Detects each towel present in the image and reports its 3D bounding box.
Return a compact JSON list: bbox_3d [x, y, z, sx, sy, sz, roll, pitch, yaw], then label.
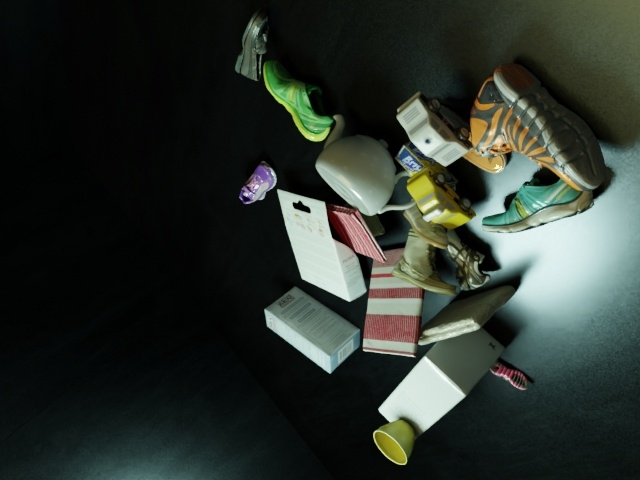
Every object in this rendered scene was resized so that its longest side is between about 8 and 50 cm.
[{"bbox_3d":[0.400,0.216,1.455,0.049,0.187,0.282,56,148,2],"label":"towel"},{"bbox_3d":[0.234,0.184,1.588,0.237,0.037,0.330,-10,67,55],"label":"towel"},{"bbox_3d":[0.105,-0.026,1.659,0.199,0.031,0.275,56,169,-17],"label":"towel"},{"bbox_3d":[0.141,-0.071,1.678,0.148,0.027,0.110,57,148,-2],"label":"towel"}]

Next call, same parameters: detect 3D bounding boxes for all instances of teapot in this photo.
[{"bbox_3d":[0.127,-0.204,1.454,0.256,0.187,0.252,45,176,-34],"label":"teapot"}]

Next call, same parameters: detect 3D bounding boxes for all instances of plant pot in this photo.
[{"bbox_3d":[0.254,0.643,1.679,0.134,0.095,0.134,31,140,30],"label":"plant pot"}]

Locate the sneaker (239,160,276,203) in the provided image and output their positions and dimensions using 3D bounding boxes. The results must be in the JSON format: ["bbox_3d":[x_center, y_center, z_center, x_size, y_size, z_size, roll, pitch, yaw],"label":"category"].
[{"bbox_3d":[-0.249,-0.211,1.977,0.095,0.104,0.236,53,146,7],"label":"sneaker"}]

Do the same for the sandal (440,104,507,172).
[{"bbox_3d":[0.326,-0.242,1.252,0.265,0.076,0.102,38,143,25],"label":"sandal"}]

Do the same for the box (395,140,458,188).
[{"bbox_3d":[0.282,-0.190,1.374,0.169,0.054,0.059,47,145,11],"label":"box"}]

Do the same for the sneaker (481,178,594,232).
[{"bbox_3d":[0.491,-0.084,1.190,0.275,0.106,0.110,-26,78,52],"label":"sneaker"}]

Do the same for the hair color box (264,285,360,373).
[{"bbox_3d":[-0.037,0.360,2.129,0.374,0.185,0.114,30,140,33],"label":"hair color box"}]

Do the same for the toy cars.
[{"bbox_3d":[0.277,-0.165,1.246,0.176,0.087,0.394,11,138,28],"label":"toy cars"}]

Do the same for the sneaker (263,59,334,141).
[{"bbox_3d":[-0.058,-0.442,1.562,0.296,0.109,0.123,52,125,7],"label":"sneaker"}]

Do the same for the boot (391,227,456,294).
[{"bbox_3d":[0.311,0.056,1.455,0.213,0.077,0.165,22,90,47],"label":"boot"}]

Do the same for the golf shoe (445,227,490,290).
[{"bbox_3d":[0.401,0.036,1.420,0.093,0.077,0.198,-23,91,27],"label":"golf shoe"}]

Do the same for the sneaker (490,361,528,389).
[{"bbox_3d":[0.571,0.412,1.552,0.119,0.047,0.057,31,161,33],"label":"sneaker"}]

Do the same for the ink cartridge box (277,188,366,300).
[{"bbox_3d":[0.000,0.000,1.838,0.308,0.091,0.386,21,132,52],"label":"ink cartridge box"}]

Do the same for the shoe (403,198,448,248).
[{"bbox_3d":[0.291,-0.051,1.413,0.219,0.076,0.058,-119,44,-54],"label":"shoe"}]

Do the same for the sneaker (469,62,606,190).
[{"bbox_3d":[0.450,-0.211,1.107,0.321,0.124,0.180,58,152,16],"label":"sneaker"}]

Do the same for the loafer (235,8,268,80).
[{"bbox_3d":[-0.195,-0.603,1.604,0.084,0.096,0.267,35,154,-5],"label":"loafer"}]

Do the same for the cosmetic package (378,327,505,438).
[{"bbox_3d":[0.374,0.455,1.658,0.161,0.230,0.453,43,144,18],"label":"cosmetic package"}]
